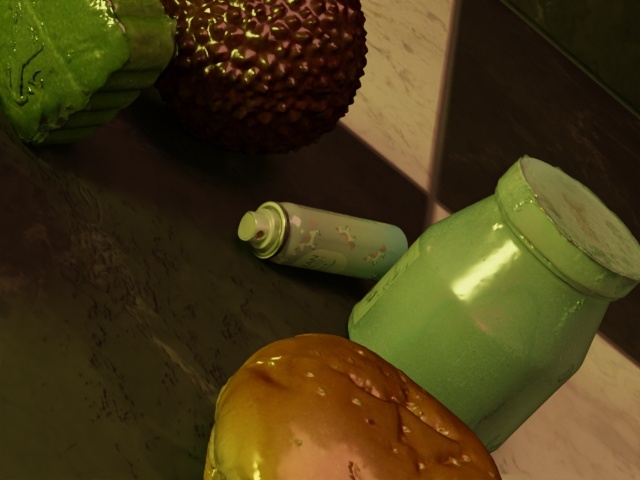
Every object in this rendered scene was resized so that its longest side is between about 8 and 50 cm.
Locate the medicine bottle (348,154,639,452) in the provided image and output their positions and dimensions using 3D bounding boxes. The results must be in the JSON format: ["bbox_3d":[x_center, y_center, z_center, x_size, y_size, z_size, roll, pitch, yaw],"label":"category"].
[{"bbox_3d":[0.210,0.070,1.639,0.245,0.290,0.245,34,26,-19],"label":"medicine bottle"}]

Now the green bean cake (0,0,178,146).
[{"bbox_3d":[-0.271,-0.222,1.485,0.113,0.200,0.214,-10,67,-57],"label":"green bean cake"}]

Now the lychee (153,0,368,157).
[{"bbox_3d":[-0.082,-0.233,1.735,0.275,0.275,0.304,48,36,12],"label":"lychee"}]

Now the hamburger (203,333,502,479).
[{"bbox_3d":[0.027,0.222,1.267,0.290,0.170,0.314,33,27,-6],"label":"hamburger"}]

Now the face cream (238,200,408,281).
[{"bbox_3d":[0.000,0.000,1.683,0.229,0.075,0.075,11,39,-40],"label":"face cream"}]
